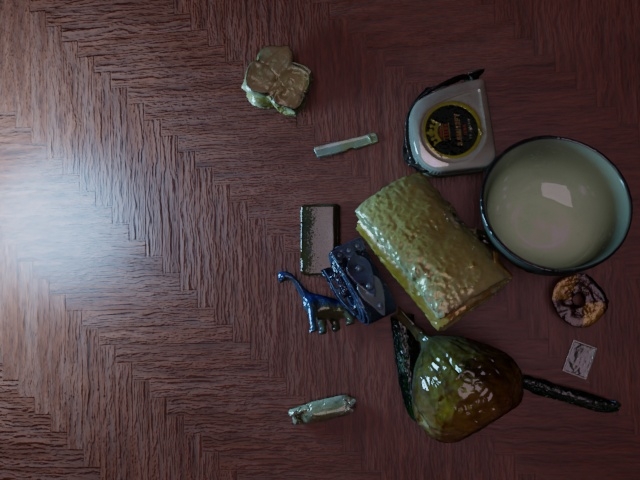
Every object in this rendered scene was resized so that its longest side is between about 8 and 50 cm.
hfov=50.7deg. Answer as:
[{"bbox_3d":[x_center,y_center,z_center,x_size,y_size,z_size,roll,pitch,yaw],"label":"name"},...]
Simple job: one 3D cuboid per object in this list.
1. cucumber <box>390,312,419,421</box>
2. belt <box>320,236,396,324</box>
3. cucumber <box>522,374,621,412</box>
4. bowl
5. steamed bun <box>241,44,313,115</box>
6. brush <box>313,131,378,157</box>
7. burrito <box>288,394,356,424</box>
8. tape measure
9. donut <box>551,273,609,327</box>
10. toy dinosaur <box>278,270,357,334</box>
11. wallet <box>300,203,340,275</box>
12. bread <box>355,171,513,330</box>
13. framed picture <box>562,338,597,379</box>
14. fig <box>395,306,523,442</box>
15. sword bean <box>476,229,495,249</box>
[{"bbox_3d":[0.235,0.341,1.786,0.068,0.067,0.293,-8,87,8],"label":"cucumber"},{"bbox_3d":[0.095,0.117,1.766,0.128,0.122,0.218,-27,74,-15],"label":"belt"},{"bbox_3d":[0.642,0.399,1.737,0.257,0.043,0.044,15,95,8],"label":"cucumber"},{"bbox_3d":[0.559,-0.064,1.675,0.354,0.185,0.353,-1,72,2],"label":"bowl"},{"bbox_3d":[-0.113,-0.437,1.851,0.178,0.106,0.192,19,78,-5],"label":"steamed bun"},{"bbox_3d":[0.071,-0.259,1.855,0.179,0.030,0.033,-14,70,-3],"label":"brush"},{"bbox_3d":[0.008,0.459,1.824,0.188,0.045,0.058,-15,93,6],"label":"burrito"},{"bbox_3d":[0.325,-0.303,1.771,0.232,0.133,0.271,-5,85,0],"label":"tape measure"},{"bbox_3d":[0.662,0.153,1.735,0.140,0.059,0.140,0,88,8],"label":"donut"},{"bbox_3d":[0.021,0.153,1.826,0.248,0.075,0.188,-10,74,-9],"label":"toy dinosaur"},{"bbox_3d":[0.000,0.000,1.851,0.110,0.031,0.198,-1,88,9],"label":"wallet"},{"bbox_3d":[0.280,0.019,1.690,0.237,0.165,0.375,-30,63,-12],"label":"bread"},{"bbox_3d":[0.674,0.309,1.753,0.066,0.007,0.089,21,90,9],"label":"framed picture"},{"bbox_3d":[0.312,0.305,1.673,0.286,0.286,0.368,-37,78,5],"label":"fig"},{"bbox_3d":[0.531,0.017,1.772,0.269,0.038,0.043,12,114,8],"label":"sword bean"}]
